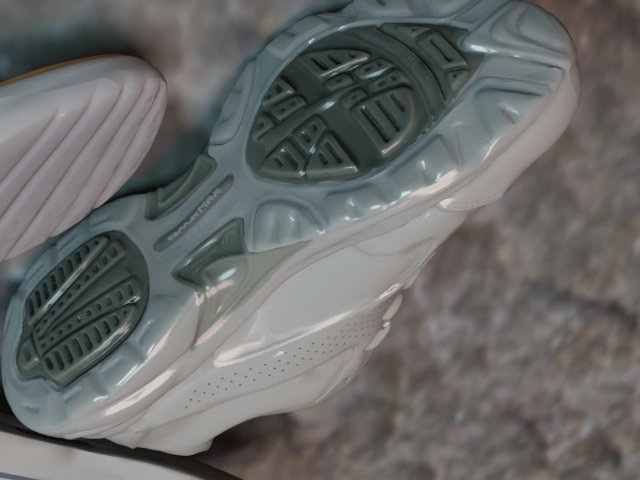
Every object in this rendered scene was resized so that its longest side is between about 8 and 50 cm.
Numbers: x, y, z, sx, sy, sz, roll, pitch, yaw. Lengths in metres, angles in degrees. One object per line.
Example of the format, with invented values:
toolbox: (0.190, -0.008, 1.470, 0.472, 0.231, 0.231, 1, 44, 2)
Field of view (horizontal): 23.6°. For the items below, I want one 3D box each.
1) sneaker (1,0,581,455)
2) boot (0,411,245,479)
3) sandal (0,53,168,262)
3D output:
sneaker: (0.000, 0.000, 0.551, 0.232, 0.090, 0.115, -33, 143, 18)
boot: (-0.098, 0.119, 0.593, 0.190, 0.069, 0.086, 19, 87, -29)
sandal: (-0.171, -0.009, 0.463, 0.265, 0.076, 0.102, -26, 155, -32)
